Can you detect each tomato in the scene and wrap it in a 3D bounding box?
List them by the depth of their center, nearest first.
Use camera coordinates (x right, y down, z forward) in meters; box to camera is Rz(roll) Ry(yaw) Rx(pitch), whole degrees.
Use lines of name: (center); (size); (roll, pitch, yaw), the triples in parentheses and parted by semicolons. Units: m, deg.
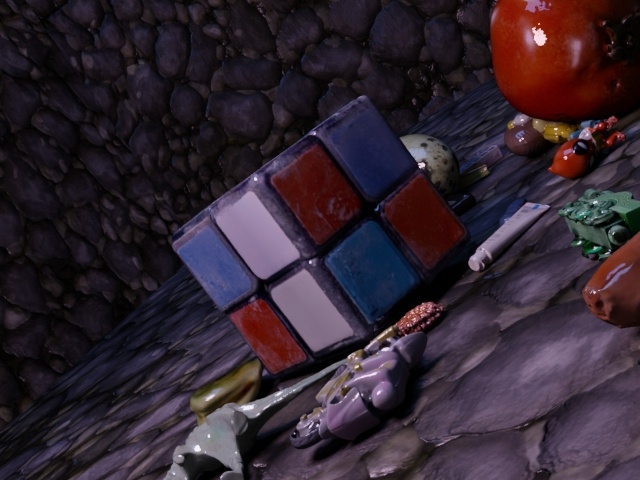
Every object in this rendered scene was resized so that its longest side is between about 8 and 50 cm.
tomato: (0.489, -0.383, 1.987); (0.325, 0.293, 0.290); (-25, 17, -31)

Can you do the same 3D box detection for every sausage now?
sausage: (0.452, -0.039, 1.102); (0.419, 0.094, 0.094); (-37, -20, -16)

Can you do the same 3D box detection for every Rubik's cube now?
Rubik's cube: (0.000, 0.000, 1.699); (0.318, 0.313, 0.316); (-40, 5, -37)

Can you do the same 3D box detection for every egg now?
egg: (0.213, -0.145, 2.187); (0.177, 0.177, 0.228); (-38, 6, -22)

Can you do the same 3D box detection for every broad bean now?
broad bean: (-0.161, 0.259, 1.751); (0.153, 0.072, 0.206); (-26, 10, 9)

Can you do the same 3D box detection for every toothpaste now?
toothpaste: (0.303, -0.010, 1.651); (0.048, 0.031, 0.190); (10, 38, 45)

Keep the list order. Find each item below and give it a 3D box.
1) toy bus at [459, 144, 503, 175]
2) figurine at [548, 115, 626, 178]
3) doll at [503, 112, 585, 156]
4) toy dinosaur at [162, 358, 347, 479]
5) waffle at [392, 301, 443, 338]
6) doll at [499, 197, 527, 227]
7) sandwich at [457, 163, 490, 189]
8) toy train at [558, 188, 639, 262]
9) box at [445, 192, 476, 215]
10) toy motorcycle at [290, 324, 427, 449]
toy bus: (0.350, -0.167, 2.279); (0.131, 0.037, 0.052); (-36, 14, -18)
figurine: (0.456, -0.159, 1.765); (0.140, 0.068, 0.075); (-35, 12, -18)
doll: (0.461, -0.234, 2.077); (0.188, 0.096, 0.145); (-13, 28, 40)
toy dinosaur: (-0.116, 0.276, 1.465); (0.393, 0.092, 0.205); (-44, 5, -11)
waffle: (0.147, 0.119, 1.525); (0.083, 0.029, 0.075); (-38, 9, -19)
doll: (0.335, -0.047, 1.751); (0.037, 0.027, 0.125); (-28, 8, 30)
sandwich: (0.336, -0.145, 2.224); (0.083, 0.031, 0.044); (-27, 15, 26)
toy train: (0.384, -0.028, 1.344); (0.105, 0.071, 0.178); (-26, 10, -1)
box: (0.249, -0.055, 2.078); (0.125, 0.027, 0.126); (-36, 9, -9)
toy motorcycle: (0.061, 0.192, 1.321); (0.225, 0.073, 0.152); (-42, 13, -33)
